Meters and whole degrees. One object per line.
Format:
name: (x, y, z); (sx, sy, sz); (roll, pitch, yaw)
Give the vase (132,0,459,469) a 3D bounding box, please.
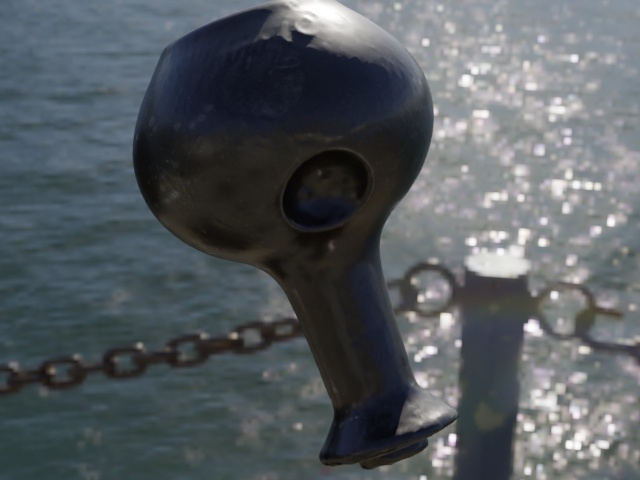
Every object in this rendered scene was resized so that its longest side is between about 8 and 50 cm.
vase: (0.000, 0.000, 0.542); (0.120, 0.183, 0.120); (-19, 2, 1)
